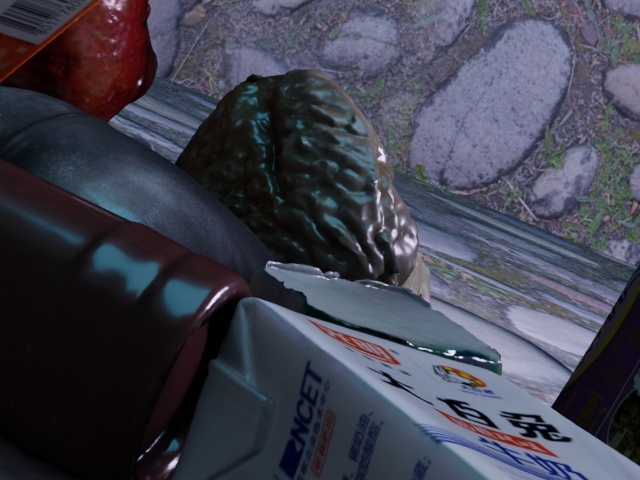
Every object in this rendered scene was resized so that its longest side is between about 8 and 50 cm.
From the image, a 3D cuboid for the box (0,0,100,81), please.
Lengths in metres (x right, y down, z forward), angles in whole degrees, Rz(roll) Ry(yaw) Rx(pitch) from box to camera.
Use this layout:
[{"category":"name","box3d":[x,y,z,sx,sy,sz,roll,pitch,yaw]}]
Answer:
[{"category":"box","box3d":[-0.309,-0.153,0.942,0.265,0.048,0.273,17,-31,-39]}]

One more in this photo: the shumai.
[{"category":"shumai","box3d":[0.000,0.000,1.010,0.175,0.166,0.206,32,29,-47]}]

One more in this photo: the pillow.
[{"category":"pillow","box3d":[-0.139,-0.016,0.851,0.250,0.106,0.186,27,10,19]}]

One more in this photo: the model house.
[{"category":"model house","box3d":[0.009,0.074,0.695,0.101,0.100,0.088,14,14,-37]}]

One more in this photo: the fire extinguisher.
[{"category":"fire extinguisher","box3d":[-0.207,-0.002,0.627,0.344,0.102,0.138,25,39,13]}]

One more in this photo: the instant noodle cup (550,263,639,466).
[{"category":"instant noodle cup","box3d":[0.304,0.084,0.868,0.340,0.266,0.340,23,8,-4]}]

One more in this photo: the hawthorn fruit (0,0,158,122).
[{"category":"hawthorn fruit","box3d":[-0.287,-0.221,1.486,0.266,0.230,0.210,13,51,6]}]

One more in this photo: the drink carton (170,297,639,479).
[{"category":"drink carton","box3d":[0.068,0.125,0.492,0.131,0.106,0.315,20,6,-32]}]
